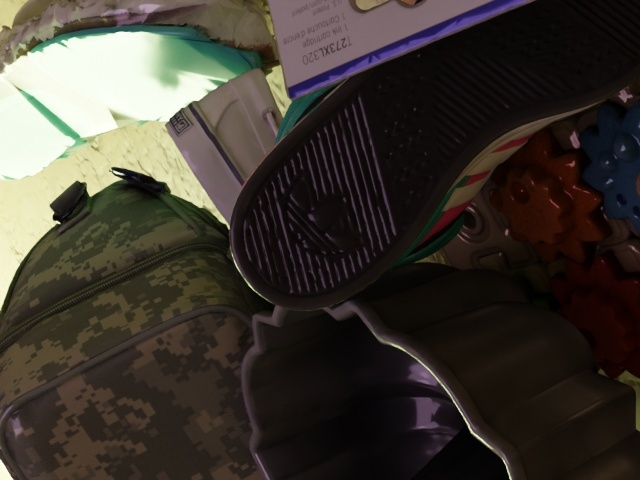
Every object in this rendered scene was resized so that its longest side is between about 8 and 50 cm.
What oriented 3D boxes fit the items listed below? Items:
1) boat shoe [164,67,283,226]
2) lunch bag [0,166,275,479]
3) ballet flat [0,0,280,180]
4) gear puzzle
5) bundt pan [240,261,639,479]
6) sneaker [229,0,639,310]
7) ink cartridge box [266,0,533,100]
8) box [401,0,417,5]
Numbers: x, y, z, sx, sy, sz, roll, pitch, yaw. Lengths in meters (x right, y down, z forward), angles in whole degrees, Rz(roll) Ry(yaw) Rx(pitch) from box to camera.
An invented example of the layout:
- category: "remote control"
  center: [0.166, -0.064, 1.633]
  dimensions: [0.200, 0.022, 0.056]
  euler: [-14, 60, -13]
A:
- category: "boat shoe"
  center: [0.000, 0.000, 1.250]
  dimensions: [0.267, 0.088, 0.096]
  euler: [55, -178, -17]
- category: "lunch bag"
  center: [-0.098, 0.121, 1.310]
  dimensions: [0.305, 0.213, 0.256]
  euler: [58, -177, -27]
- category: "ballet flat"
  center: [-0.175, -0.152, 1.368]
  dimensions: [0.409, 0.147, 0.147]
  euler: [-14, 98, 49]
- category: "gear puzzle"
  center: [0.118, 0.017, 1.082]
  dimensions: [0.339, 0.044, 0.175]
  euler: [-17, 104, 54]
- category: "bundt pan"
  center: [0.095, 0.156, 1.061]
  dimensions: [0.331, 0.124, 0.330]
  euler: [41, 145, 38]
- category: "sneaker"
  center: [0.076, -0.076, 0.985]
  dimensions: [0.124, 0.295, 0.178]
  euler: [51, -179, -4]
- category: "ink cartridge box"
  center: [0.026, -0.269, 0.907]
  dimensions: [0.176, 0.069, 0.370]
  euler: [-20, 75, 34]
- category: "box"
  center: [0.047, -0.238, 1.016]
  dimensions: [0.170, 0.091, 0.130]
  euler: [47, 144, 27]
